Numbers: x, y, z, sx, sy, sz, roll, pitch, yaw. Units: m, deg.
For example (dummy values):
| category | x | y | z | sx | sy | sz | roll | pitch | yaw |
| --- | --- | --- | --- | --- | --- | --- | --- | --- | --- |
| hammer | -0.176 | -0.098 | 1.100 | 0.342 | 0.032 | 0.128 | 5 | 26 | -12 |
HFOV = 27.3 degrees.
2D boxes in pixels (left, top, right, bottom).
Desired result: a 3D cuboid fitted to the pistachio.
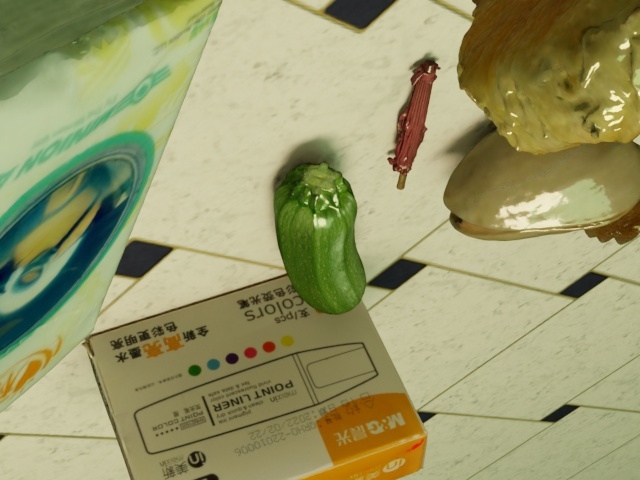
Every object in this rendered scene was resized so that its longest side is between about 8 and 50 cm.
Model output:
| category | x | y | z | sx | sy | sz | roll | pitch | yaw |
| --- | --- | --- | --- | --- | --- | --- | --- | --- | --- |
| pistachio | 0.201 | -0.055 | 1.183 | 0.185 | 0.124 | 0.124 | -24 | 153 | 6 |

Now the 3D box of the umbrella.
| category | x | y | z | sx | sy | sz | roll | pitch | yaw |
| --- | --- | --- | --- | --- | --- | --- | --- | --- | --- |
| umbrella | 0.078 | -0.096 | 1.117 | 0.027 | 0.025 | 0.165 | 1 | 146 | -7 |

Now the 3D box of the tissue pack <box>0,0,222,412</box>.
| category | x | y | z | sx | sy | sz | roll | pitch | yaw |
| --- | --- | --- | --- | --- | --- | --- | --- | --- | --- |
| tissue pack | -0.236 | -0.014 | 0.777 | 0.287 | 0.162 | 0.388 | -38 | 166 | -39 |

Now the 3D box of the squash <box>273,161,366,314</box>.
| category | x | y | z | sx | sy | sz | roll | pitch | yaw |
| --- | --- | --- | --- | --- | --- | --- | --- | --- | --- |
| squash | 0.000 | 0.000 | 1.171 | 0.077 | 0.068 | 0.219 | 19 | 152 | 15 |

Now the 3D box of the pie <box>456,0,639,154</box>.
| category | x | y | z | sx | sy | sz | roll | pitch | yaw |
| --- | --- | --- | --- | --- | --- | --- | --- | --- | --- |
| pie | 0.200 | -0.194 | 0.778 | 0.083 | 0.339 | 0.339 | 36 | 126 | -14 |

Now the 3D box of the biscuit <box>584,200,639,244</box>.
| category | x | y | z | sx | sy | sz | roll | pitch | yaw |
| --- | --- | --- | --- | --- | --- | --- | --- | --- | --- |
| biscuit | 0.334 | -0.032 | 1.443 | 0.130 | 0.019 | 0.119 | -6 | 148 | -33 |

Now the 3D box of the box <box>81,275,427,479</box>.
| category | x | y | z | sx | sy | sz | roll | pitch | yaw |
| --- | --- | --- | --- | --- | --- | --- | --- | --- | --- |
| box | -0.061 | 0.155 | 1.246 | 0.274 | 0.220 | 0.091 | -19 | 147 | -15 |
